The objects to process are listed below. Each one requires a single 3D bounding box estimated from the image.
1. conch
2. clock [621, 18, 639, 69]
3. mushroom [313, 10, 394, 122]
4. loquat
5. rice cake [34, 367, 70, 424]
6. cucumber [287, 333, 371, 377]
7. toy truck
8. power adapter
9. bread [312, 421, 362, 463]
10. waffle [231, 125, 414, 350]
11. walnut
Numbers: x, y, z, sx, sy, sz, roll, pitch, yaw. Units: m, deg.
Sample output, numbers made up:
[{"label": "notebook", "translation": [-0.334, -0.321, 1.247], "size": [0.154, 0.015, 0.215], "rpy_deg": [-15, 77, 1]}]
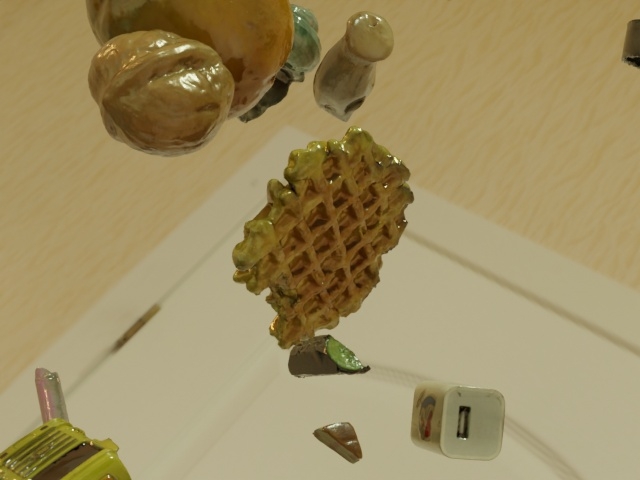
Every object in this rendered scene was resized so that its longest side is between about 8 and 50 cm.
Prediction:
[{"label": "conch", "translation": [-0.097, -0.378, 1.954], "size": [0.195, 0.277, 0.220], "rpy_deg": [20, -25, 33]}, {"label": "clock", "translation": [0.604, -0.265, 1.436], "size": [0.312, 0.062, 0.312], "rpy_deg": [13, 9, -2]}, {"label": "mushroom", "translation": [0.046, -0.269, 1.555], "size": [0.247, 0.108, 0.096], "rpy_deg": [114, -31, -69]}, {"label": "loquat", "translation": [-0.186, -0.304, 1.368], "size": [0.276, 0.276, 0.284], "rpy_deg": [14, -15, 48]}, {"label": "rice cake", "translation": [-0.474, 0.322, 1.731], "size": [0.270, 0.049, 0.055], "rpy_deg": [-121, -143, -50]}, {"label": "cucumber", "translation": [0.002, 0.188, 1.544], "size": [0.220, 0.046, 0.071], "rpy_deg": [-20, -89, 60]}, {"label": "toy truck", "translation": [-0.357, 0.487, 1.471], "size": [0.254, 0.180, 0.405], "rpy_deg": [9, -60, 35]}, {"label": "power adapter", "translation": [0.236, 0.328, 1.789], "size": [0.125, 0.130, 0.205], "rpy_deg": [7, -7, -18]}, {"label": "bread", "translation": [0.040, 0.384, 1.895], "size": [0.109, 0.062, 0.043], "rpy_deg": [35, -45, -7]}, {"label": "waffle", "translation": [0.005, 0.003, 1.191], "size": [0.058, 0.282, 0.300], "rpy_deg": [30, -1, 33]}, {"label": "walnut", "translation": [-0.179, -0.165, 1.091], "size": [0.166, 0.166, 0.149], "rpy_deg": [41, -51, 6]}]
